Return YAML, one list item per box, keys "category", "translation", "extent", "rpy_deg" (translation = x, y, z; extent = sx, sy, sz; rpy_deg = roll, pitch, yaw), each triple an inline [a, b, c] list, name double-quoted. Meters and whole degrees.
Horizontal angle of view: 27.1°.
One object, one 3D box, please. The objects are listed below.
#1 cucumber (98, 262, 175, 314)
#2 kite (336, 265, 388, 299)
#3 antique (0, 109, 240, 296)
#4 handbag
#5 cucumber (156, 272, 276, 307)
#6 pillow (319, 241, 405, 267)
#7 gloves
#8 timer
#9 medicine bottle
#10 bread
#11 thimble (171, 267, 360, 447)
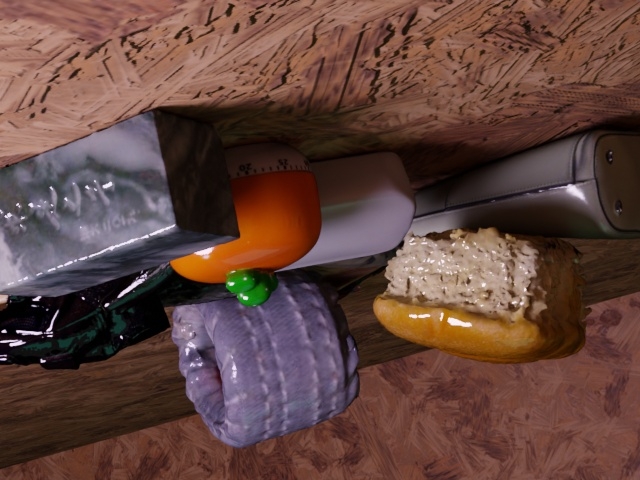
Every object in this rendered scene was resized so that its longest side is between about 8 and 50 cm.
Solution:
- category: "cucumber"
  translation: [-0.144, 0.021, 1.202]
  extent: [0.135, 0.034, 0.033]
  rpy_deg: [-47, 129, 4]
- category: "kite"
  translation: [-0.004, 0.100, 1.837]
  extent: [0.321, 0.016, 0.234]
  rpy_deg: [-33, -179, 14]
- category: "antique"
  translation: [-0.161, -0.020, 0.952]
  extent: [0.183, 0.088, 0.086]
  rpy_deg: [-18, 168, 25]
- category: "handbag"
  translation: [0.202, -0.025, 1.359]
  extent: [0.315, 0.109, 0.241]
  rpy_deg: [-18, 168, 41]
- category: "cucumber"
  translation: [-0.154, 0.048, 1.394]
  extent: [0.211, 0.062, 0.078]
  rpy_deg: [-17, 170, 18]
- category: "pillow"
  translation: [-0.001, 0.000, 1.341]
  extent: [0.093, 0.051, 0.241]
  rpy_deg: [-15, 165, 32]
- category: "gloves"
  translation: [-0.263, 0.070, 1.271]
  extent: [0.203, 0.124, 0.164]
  rpy_deg: [-21, 152, -1]
- category: "timer"
  translation: [-0.062, -0.008, 1.056]
  extent: [0.136, 0.136, 0.099]
  rpy_deg: [-15, 175, 10]
- category: "medicine bottle"
  translation: [-0.015, -0.020, 1.168]
  extent: [0.183, 0.069, 0.119]
  rpy_deg: [-11, 156, -18]
- category: "bread"
  translation: [0.156, 0.054, 1.229]
  extent: [0.174, 0.121, 0.245]
  rpy_deg: [-1, 177, 20]
- category: "thimble"
  translation: [-0.066, 0.134, 1.574]
  extent: [0.172, 0.205, 0.236]
  rpy_deg: [-11, 169, -21]
